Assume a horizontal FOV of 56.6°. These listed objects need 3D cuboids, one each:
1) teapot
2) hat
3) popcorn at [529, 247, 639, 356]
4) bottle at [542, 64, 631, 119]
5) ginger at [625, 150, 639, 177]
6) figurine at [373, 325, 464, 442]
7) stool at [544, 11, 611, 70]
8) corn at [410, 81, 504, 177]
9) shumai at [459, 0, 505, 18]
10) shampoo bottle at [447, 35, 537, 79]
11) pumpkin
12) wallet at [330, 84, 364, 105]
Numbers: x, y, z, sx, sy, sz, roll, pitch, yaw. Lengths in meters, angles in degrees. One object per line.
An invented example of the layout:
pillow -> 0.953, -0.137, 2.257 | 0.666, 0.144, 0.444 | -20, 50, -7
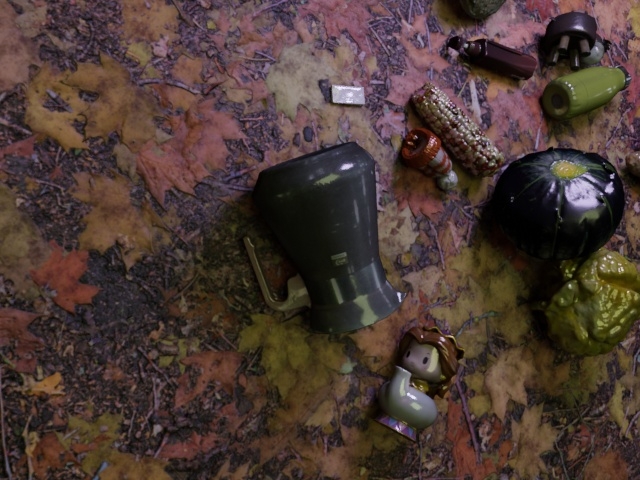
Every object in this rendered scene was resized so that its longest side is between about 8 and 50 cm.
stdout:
teapot -> 0.000, 0.000, 1.200 | 0.299, 0.253, 0.344 | -16, 99, 10
hat -> 0.270, -0.182, 1.398 | 0.162, 0.112, 0.094 | 34, 102, -28
popcorn -> 0.662, 0.145, 1.467 | 0.257, 0.224, 0.271 | -22, 101, -15
bottle -> 0.718, -0.404, 1.583 | 0.260, 0.112, 0.112 | -22, 95, -23
ginger -> 0.973, -0.177, 1.669 | 0.275, 0.130, 0.221 | 25, 86, -14
figurine -> 0.221, 0.304, 1.315 | 0.264, 0.142, 0.189 | -60, 139, -16
stool -> 0.674, -0.513, 1.562 | 0.217, 0.125, 0.121 | 17, 70, -29
corn -> 0.331, -0.261, 1.421 | 0.280, 0.092, 0.092 | 44, 72, -13
shumai -> 0.394, -0.700, 1.460 | 0.203, 0.222, 0.272 | 38, 81, 24
shampoo bottle -> 0.432, -0.465, 1.493 | 0.236, 0.068, 0.067 | 11, 82, -24
pumpkin -> 0.560, -0.066, 1.426 | 0.295, 0.295, 0.296 | 2, 86, -23
wallet -> 0.064, -0.332, 1.356 | 0.083, 0.011, 0.044 | -1, 87, -23
